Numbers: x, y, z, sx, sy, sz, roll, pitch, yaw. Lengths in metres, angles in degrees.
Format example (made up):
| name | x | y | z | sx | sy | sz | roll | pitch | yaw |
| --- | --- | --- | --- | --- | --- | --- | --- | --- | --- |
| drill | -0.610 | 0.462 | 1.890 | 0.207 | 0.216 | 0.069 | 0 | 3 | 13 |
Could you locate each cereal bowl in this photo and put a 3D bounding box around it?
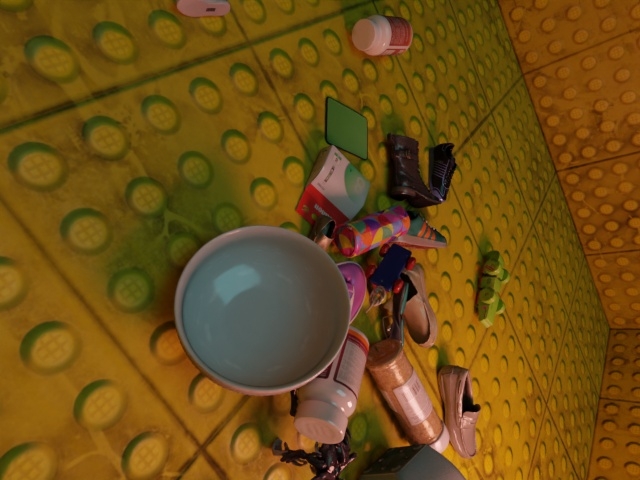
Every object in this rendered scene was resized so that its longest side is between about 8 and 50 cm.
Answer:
| name | x | y | z | sx | sy | sz | roll | pitch | yaw |
| --- | --- | --- | --- | --- | --- | --- | --- | --- | --- |
| cereal bowl | -0.117 | 0.145 | 0.846 | 0.339 | 0.141 | 0.338 | 8 | 59 | -13 |

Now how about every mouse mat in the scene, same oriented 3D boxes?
| name | x | y | z | sx | sy | sz | roll | pitch | yaw |
| --- | --- | --- | --- | --- | --- | --- | --- | --- | --- |
| mouse mat | 0.084 | -0.339 | 1.281 | 0.190 | 0.007 | 0.152 | 14 | 72 | -43 |

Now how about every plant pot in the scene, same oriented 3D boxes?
| name | x | y | z | sx | sy | sz | roll | pitch | yaw |
| --- | --- | --- | --- | --- | --- | --- | --- | --- | --- |
| plant pot | 0.240 | 0.680 | 1.073 | 0.248 | 0.247 | 0.252 | -13 | 75 | -45 |

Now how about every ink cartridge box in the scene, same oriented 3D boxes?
| name | x | y | z | sx | sy | sz | roll | pitch | yaw |
| --- | --- | --- | --- | --- | --- | --- | --- | --- | --- |
| ink cartridge box | 0.042 | -0.124 | 1.165 | 0.181 | 0.056 | 0.224 | 40 | 55 | -32 |

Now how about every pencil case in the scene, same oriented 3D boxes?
| name | x | y | z | sx | sy | sz | roll | pitch | yaw |
| --- | --- | --- | --- | --- | --- | --- | --- | --- | --- |
| pencil case | 0.144 | -0.031 | 1.178 | 0.237 | 0.104 | 0.104 | -18 | 94 | -36 |

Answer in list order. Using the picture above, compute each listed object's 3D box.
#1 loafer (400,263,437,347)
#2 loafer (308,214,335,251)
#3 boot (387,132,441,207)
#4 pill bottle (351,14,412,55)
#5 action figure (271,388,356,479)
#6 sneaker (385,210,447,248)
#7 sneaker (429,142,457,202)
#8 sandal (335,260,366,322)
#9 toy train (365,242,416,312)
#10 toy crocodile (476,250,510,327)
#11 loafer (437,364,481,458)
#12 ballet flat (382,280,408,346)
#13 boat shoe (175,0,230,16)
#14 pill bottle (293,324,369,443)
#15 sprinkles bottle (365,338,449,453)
| name | x | y | z | sx | sy | sz | roll | pitch | yaw |
| --- | --- | --- | --- | --- | --- | --- | --- | --- | --- |
| loafer | 0.287 | 0.204 | 1.313 | 0.092 | 0.102 | 0.268 | 0 | 73 | -43 |
| loafer | 0.000 | 0.000 | 1.092 | 0.056 | 0.050 | 0.147 | 25 | 73 | -38 |
| boot | 0.327 | -0.241 | 1.441 | 0.263 | 0.091 | 0.228 | 14 | 73 | -40 |
| pill bottle | 0.203 | -0.677 | 1.384 | 0.216 | 0.121 | 0.121 | -26 | 100 | -45 |
| action figure | -0.014 | 0.431 | 0.940 | 0.164 | 0.141 | 0.275 | 2 | 65 | -47 |
| sneaker | 0.319 | -0.036 | 1.379 | 0.302 | 0.108 | 0.120 | 9 | 80 | -42 |
| sneaker | 0.467 | -0.258 | 1.581 | 0.082 | 0.091 | 0.232 | 8 | 76 | -44 |
| sandal | 0.014 | 0.177 | 1.039 | 0.416 | 0.102 | 0.169 | -31 | 104 | -44 |
| toy train | 0.171 | 0.138 | 1.194 | 0.248 | 0.105 | 0.143 | -53 | 161 | -31 |
| toy crocodile | 0.698 | 0.191 | 1.723 | 0.115 | 0.105 | 0.340 | 37 | 63 | -34 |
| loafer | 0.483 | 0.581 | 1.413 | 0.112 | 0.112 | 0.319 | -16 | 93 | -45 |
| ballet flat | 0.221 | 0.221 | 1.251 | 0.074 | 0.074 | 0.203 | 4 | 90 | -44 |
| boat shoe | -0.270 | -0.539 | 0.949 | 0.142 | 0.049 | 0.040 | -26 | 81 | -46 |
| pill bottle | 0.024 | 0.291 | 0.874 | 0.121 | 0.121 | 0.221 | 52 | 37 | -24 |
| sprinkles bottle | 0.249 | 0.453 | 1.203 | 0.121 | 0.121 | 0.355 | -43 | 112 | -41 |
